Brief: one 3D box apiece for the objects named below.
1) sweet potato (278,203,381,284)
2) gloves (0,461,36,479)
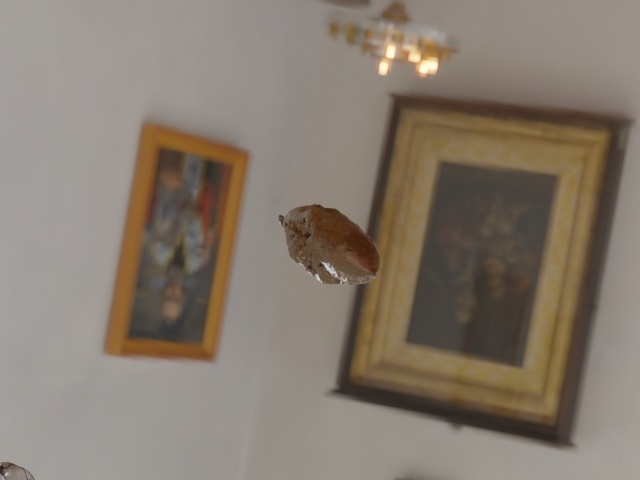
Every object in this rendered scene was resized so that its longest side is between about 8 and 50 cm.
[{"bbox_3d":[0.000,0.000,1.282,0.068,0.060,0.206,-21,-161,-12],"label":"sweet potato"},{"bbox_3d":[-0.185,0.226,0.898,0.212,0.127,0.111,46,170,33],"label":"gloves"}]
